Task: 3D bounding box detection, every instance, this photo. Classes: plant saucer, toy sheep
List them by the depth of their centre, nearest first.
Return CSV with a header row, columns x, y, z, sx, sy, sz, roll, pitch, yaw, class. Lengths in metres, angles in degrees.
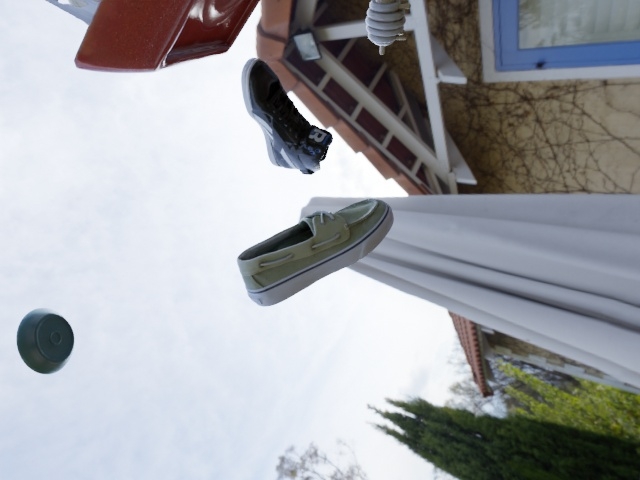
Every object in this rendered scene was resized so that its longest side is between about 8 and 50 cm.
x,y,z,sx,sy,sz,roll,pitch,yaw,class
-0.079,-0.260,0.376,0.047,0.259,0.258,38,-154,-13,plant saucer
-0.481,0.176,0.746,0.119,0.021,0.119,-17,-90,-81,plant saucer
0.137,-0.453,0.866,0.091,0.091,0.132,-47,-32,-39,toy sheep

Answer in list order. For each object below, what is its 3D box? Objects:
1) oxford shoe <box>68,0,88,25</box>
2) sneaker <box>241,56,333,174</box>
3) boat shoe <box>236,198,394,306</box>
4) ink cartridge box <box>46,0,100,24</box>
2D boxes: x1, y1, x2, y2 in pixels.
x,y,z,sx,sy,sz,roll,pitch,yaw,class
-0.470,-0.543,0.873,0.140,0.397,0.147,-15,-90,-26,oxford shoe
-0.040,-0.196,0.682,0.079,0.121,0.217,-64,-23,-24,sneaker
0.000,0.000,0.716,0.302,0.109,0.094,-33,-57,-19,boat shoe
-0.305,-0.379,0.657,0.224,0.181,0.056,-45,-25,-31,ink cartridge box
